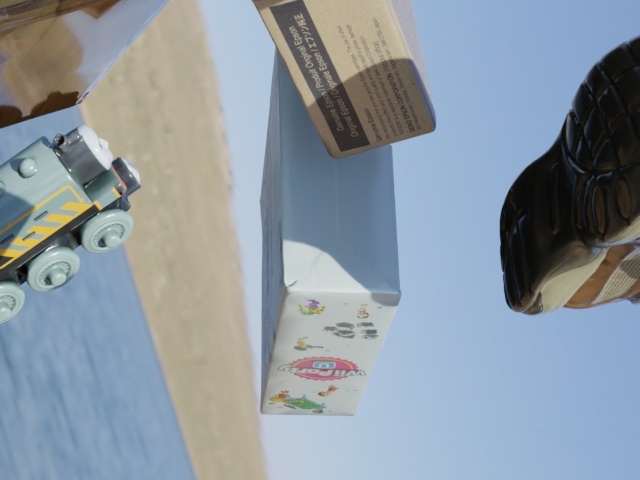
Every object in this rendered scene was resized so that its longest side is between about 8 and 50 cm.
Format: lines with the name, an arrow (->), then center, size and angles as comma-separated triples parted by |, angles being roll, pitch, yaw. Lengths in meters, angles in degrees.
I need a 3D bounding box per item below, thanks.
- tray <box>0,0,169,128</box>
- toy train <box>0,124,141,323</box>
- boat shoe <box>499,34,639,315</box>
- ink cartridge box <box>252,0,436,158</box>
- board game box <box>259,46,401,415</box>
tray -> -0.271, -0.184, 1.437 | 0.411, 0.202, 0.076 | -26, -95, 65
toy train -> -0.396, -0.020, 2.051 | 0.142, 0.334, 0.190 | 55, -1, 32
boat shoe -> 0.213, -0.036, 0.990 | 0.324, 0.119, 0.123 | 126, -32, -69
ink cartridge box -> 0.006, -0.209, 1.119 | 0.193, 0.088, 0.235 | 59, 19, -53
board game box -> 0.000, 0.000, 1.344 | 0.303, 0.097, 0.224 | 104, -14, -65
